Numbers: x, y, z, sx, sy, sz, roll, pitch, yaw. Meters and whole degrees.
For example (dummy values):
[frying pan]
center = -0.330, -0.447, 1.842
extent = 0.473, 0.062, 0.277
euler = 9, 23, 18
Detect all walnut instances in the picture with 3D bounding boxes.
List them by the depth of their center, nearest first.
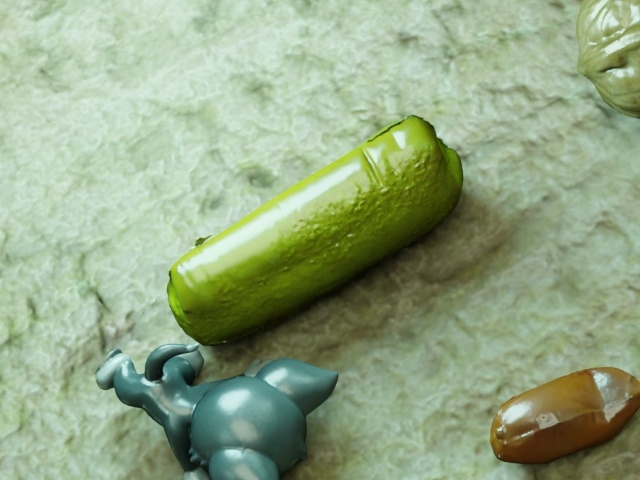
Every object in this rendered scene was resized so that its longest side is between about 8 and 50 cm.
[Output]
[walnut]
center = 0.401, -0.240, 2.007
extent = 0.213, 0.213, 0.213
euler = -4, 66, 9

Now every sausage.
[sausage]
center = 0.273, 0.195, 1.904
extent = 0.179, 0.089, 0.089
euler = -18, 65, -1

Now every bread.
[bread]
center = 0.000, 0.000, 1.989
extent = 0.383, 0.166, 0.112
euler = -31, 67, -4

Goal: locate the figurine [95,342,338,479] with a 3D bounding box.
[figurine]
center = -0.120, 0.181, 1.955
extent = 0.265, 0.140, 0.193
euler = 36, 60, 8
